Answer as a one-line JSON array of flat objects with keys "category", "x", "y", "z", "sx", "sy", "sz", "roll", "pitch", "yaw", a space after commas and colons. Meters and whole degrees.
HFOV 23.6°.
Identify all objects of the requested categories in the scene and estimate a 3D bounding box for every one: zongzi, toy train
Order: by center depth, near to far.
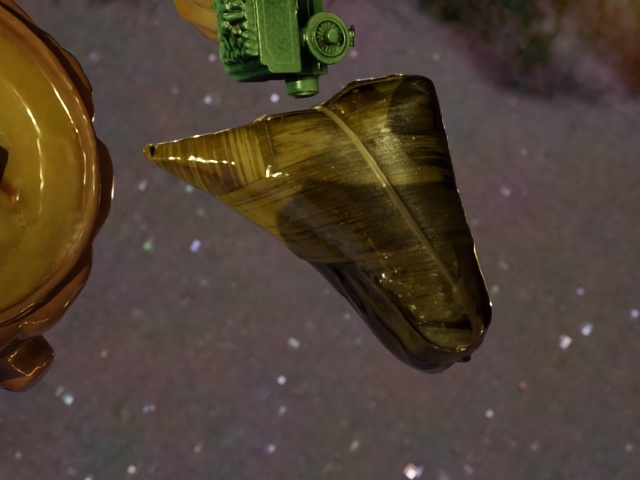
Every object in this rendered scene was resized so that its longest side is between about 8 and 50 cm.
[{"category": "toy train", "x": -0.035, "y": -0.190, "z": 1.122, "sx": 0.099, "sy": 0.172, "sz": 0.070, "roll": -4, "pitch": 179, "yaw": -35}, {"category": "zongzi", "x": 0.000, "y": 0.000, "z": 1.417, "sx": 0.288, "sy": 0.134, "sz": 0.286, "roll": -10, "pitch": -107, "yaw": -18}]

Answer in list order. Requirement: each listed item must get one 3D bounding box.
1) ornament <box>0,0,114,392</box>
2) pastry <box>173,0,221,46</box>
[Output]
[{"category": "ornament", "x": -0.212, "y": -0.004, "z": 0.709, "sx": 0.235, "sy": 0.217, "sz": 0.221, "roll": -38, "pitch": -84, "yaw": -33}, {"category": "pastry", "x": -0.077, "y": -0.342, "z": 1.426, "sx": 0.284, "sy": 0.184, "sz": 0.315, "roll": 27, "pitch": -137, "yaw": -80}]
